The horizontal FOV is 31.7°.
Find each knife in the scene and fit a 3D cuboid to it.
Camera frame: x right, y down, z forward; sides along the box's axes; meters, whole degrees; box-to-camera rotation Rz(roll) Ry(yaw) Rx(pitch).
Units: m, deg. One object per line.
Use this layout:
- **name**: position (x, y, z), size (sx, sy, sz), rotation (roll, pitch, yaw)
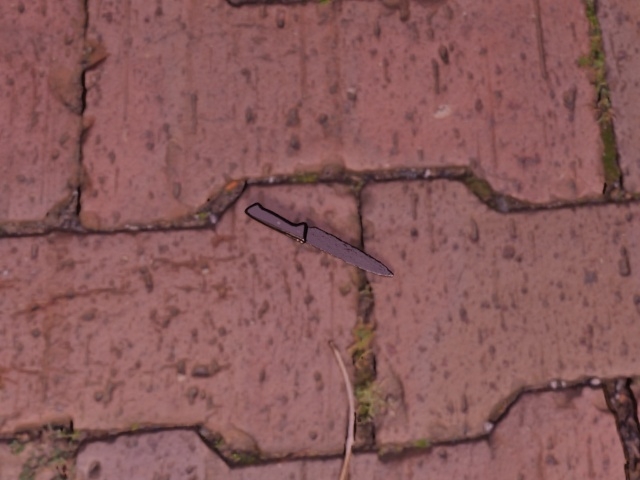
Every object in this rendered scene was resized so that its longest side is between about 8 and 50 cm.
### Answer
- **knife**: position (0.000, 0.000, 1.181), size (0.170, 0.010, 0.023), rotation (26, 80, 1)
